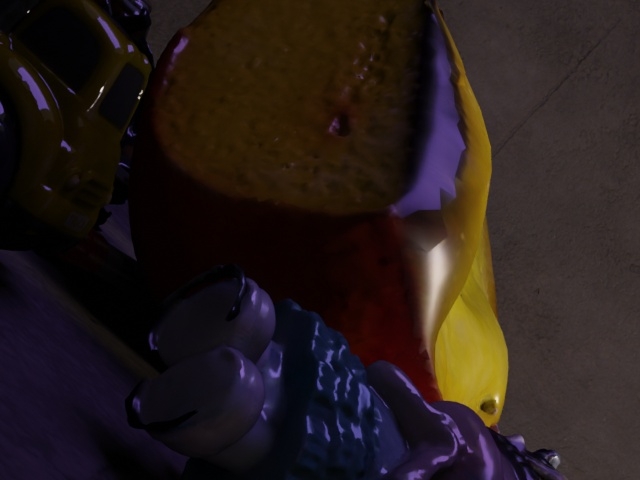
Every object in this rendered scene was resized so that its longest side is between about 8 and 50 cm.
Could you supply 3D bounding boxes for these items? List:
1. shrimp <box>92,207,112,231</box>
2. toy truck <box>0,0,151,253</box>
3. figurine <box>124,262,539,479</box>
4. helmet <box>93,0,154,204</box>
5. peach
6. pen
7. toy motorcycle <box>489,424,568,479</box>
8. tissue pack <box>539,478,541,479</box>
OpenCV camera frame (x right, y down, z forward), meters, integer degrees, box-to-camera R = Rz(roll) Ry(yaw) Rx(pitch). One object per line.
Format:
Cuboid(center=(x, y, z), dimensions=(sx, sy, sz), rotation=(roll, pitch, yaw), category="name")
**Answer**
Cuboid(center=(-0.219, -0.066, 0.783), dimensions=(0.126, 0.047, 0.223), rotation=(28, -9, 46), category="shrimp")
Cuboid(center=(-0.171, -0.107, 0.599), dimensions=(0.224, 0.165, 0.147), rotation=(43, -1, 10), category="toy truck")
Cuboid(center=(0.018, 0.115, 0.565), dimensions=(0.245, 0.110, 0.138), rotation=(39, 42, -34), category="figurine")
Cuboid(center=(-0.196, -0.121, 0.954), dimensions=(0.224, 0.130, 0.198), rotation=(36, 47, -88), category="helmet")
Cuboid(center=(0.000, 0.000, 0.838), dimensions=(0.380, 0.242, 0.306), rotation=(69, 20, -68), category="peach")
Cuboid(center=(-0.130, 0.025, 0.853), dimensions=(0.028, 0.028, 0.239), rotation=(43, 0, 26), category="pen")
Cuboid(center=(0.214, 0.280, 1.077), dimensions=(0.401, 0.134, 0.207), rotation=(42, 6, 9), category="toy motorcycle")
Cuboid(center=(0.197, 0.270, 0.695), dimensions=(0.259, 0.122, 0.361), rotation=(40, 3, -11), category="tissue pack")
